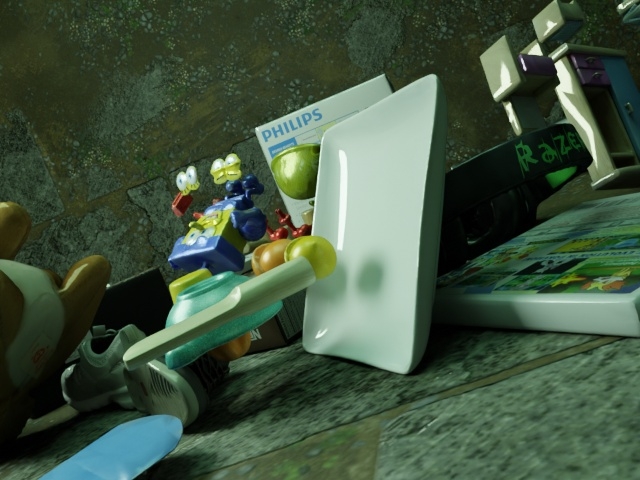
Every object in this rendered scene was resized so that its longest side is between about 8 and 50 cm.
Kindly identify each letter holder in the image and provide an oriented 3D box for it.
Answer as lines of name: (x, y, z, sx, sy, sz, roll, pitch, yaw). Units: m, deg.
letter holder: (-0.437, 0.186, 1.320, 0.302, 0.151, 0.214, -25, 4, -33)

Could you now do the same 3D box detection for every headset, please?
headset: (0.146, -0.045, 0.896, 0.244, 0.185, 0.394, -17, -16, -37)

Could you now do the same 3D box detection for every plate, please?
plate: (0.057, -0.008, 0.763, 0.045, 0.277, 0.278, 7, -7, -22)

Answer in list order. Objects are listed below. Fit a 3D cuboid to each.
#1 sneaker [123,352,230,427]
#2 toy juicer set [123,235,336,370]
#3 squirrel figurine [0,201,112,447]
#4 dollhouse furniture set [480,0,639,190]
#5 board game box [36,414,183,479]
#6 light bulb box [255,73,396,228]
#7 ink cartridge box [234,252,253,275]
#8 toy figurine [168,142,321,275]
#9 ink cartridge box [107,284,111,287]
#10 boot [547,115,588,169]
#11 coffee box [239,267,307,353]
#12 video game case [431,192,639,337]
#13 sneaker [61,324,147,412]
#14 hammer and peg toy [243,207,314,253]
sneaker: (-0.146, 0.149, 0.813, 0.118, 0.083, 0.222, -21, 5, -27)
toy juicer set: (-0.071, 0.071, 0.754, 0.209, 0.089, 0.329, -23, 7, -2)
squirrel figurine: (-0.560, 0.111, 1.008, 0.371, 0.396, 0.281, 24, 15, 11)
dollhouse furniture set: (0.418, -0.214, 0.846, 0.287, 0.198, 0.303, -5, -20, -34)
board game box: (-0.190, 0.213, 0.616, 0.169, 0.033, 0.133, -32, 15, -36)
light bulb box: (0.078, -0.187, 1.824, 0.358, 0.360, 0.225, -21, 5, 11)
ink cartridge box: (-0.115, 0.082, 1.226, 0.151, 0.109, 0.063, -24, 6, -25)
toy figurine: (-0.117, 0.001, 1.114, 0.363, 0.191, 0.217, -10, 42, 38)
ink cartridge box: (-0.482, 0.180, 1.455, 0.104, 0.060, 0.180, -29, -36, -56)
boot: (0.534, -0.188, 1.313, 0.338, 0.118, 0.223, -25, 9, 23)
coffee box: (-0.050, 0.076, 1.067, 0.141, 0.098, 0.247, -19, 6, 38)
video game case: (0.280, 0.011, 0.699, 0.300, 0.036, 0.329, -24, 6, -23)
sneaker: (-0.301, 0.173, 1.029, 0.281, 0.115, 0.105, -17, 7, 46)
hammer and peg toy: (0.000, 0.000, 1.528, 0.362, 0.127, 0.266, -21, 7, 19)
